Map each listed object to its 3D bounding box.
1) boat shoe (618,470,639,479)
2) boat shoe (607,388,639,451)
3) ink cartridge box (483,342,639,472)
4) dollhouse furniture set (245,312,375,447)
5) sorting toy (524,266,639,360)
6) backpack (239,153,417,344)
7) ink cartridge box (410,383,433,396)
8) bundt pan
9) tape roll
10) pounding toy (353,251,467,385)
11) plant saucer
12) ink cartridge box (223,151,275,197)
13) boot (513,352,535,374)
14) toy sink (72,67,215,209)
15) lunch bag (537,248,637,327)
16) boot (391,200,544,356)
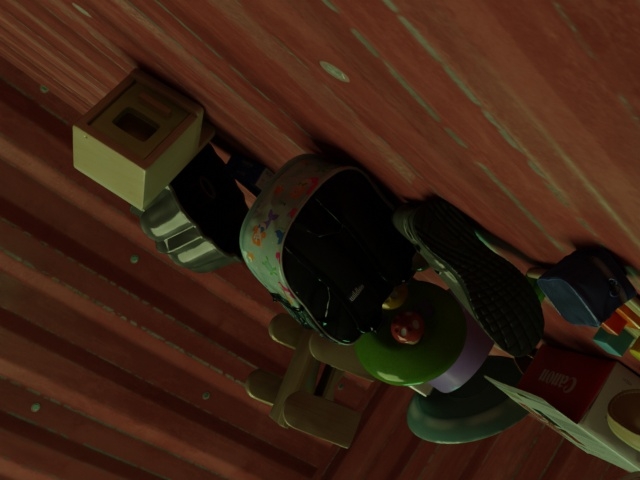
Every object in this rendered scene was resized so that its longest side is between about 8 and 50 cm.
[{"bbox_3d":[0.587,0.377,1.226,0.367,0.136,0.156,6,180,4],"label":"boat shoe"},{"bbox_3d":[0.517,0.255,1.296,0.098,0.109,0.302,41,165,-25],"label":"boat shoe"},{"bbox_3d":[0.469,0.282,1.621,0.272,0.130,0.309,35,174,-8],"label":"ink cartridge box"},{"bbox_3d":[-0.041,0.162,1.823,0.256,0.394,0.362,24,174,-13],"label":"dollhouse furniture set"},{"bbox_3d":[0.360,0.103,1.122,0.196,0.047,0.347,34,174,-14],"label":"sorting toy"},{"bbox_3d":[0.000,0.000,1.342,0.191,0.225,0.253,25,163,40],"label":"backpack"},{"bbox_3d":[0.174,0.191,2.066,0.283,0.207,0.117,31,176,11],"label":"ink cartridge box"},{"bbox_3d":[-0.271,-0.076,1.823,0.331,0.124,0.331,53,-162,-25],"label":"bundt pan"},{"bbox_3d":[0.242,0.179,1.692,0.080,0.189,0.189,34,174,-12],"label":"tape roll"},{"bbox_3d":[0.144,0.101,1.431,0.183,0.237,0.110,26,159,31],"label":"pounding toy"},{"bbox_3d":[0.339,0.344,2.071,0.317,0.317,0.044,21,136,63],"label":"plant saucer"},{"bbox_3d":[-0.104,-0.103,1.899,0.097,0.046,0.207,27,172,36],"label":"ink cartridge box"},{"bbox_3d":[0.492,0.305,1.921,0.197,0.073,0.152,33,-179,32],"label":"boot"},{"bbox_3d":[-0.301,-0.198,1.618,0.153,0.234,0.131,33,145,9],"label":"toy sink"},{"bbox_3d":[0.285,0.046,0.971,0.067,0.065,0.098,52,170,-7],"label":"lunch bag"},{"bbox_3d":[0.198,0.041,1.247,0.246,0.083,0.161,52,176,-3],"label":"boot"}]
